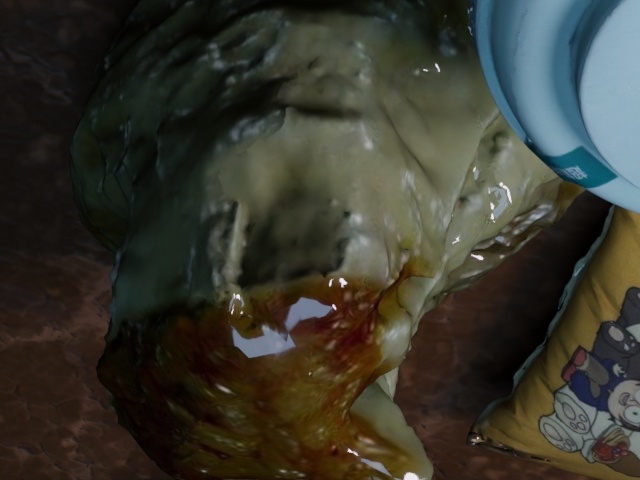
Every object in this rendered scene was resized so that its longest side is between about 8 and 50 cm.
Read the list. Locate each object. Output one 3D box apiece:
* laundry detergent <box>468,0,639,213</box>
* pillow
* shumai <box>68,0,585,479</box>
[{"bbox_3d":[0.224,-0.180,1.059,0.287,0.305,0.287,3,135,3],"label":"laundry detergent"},{"bbox_3d":[0.305,0.102,1.453,0.312,0.119,0.310,18,130,-9],"label":"pillow"},{"bbox_3d":[0.000,0.000,1.248,0.397,0.323,0.324,-29,123,30],"label":"shumai"}]
